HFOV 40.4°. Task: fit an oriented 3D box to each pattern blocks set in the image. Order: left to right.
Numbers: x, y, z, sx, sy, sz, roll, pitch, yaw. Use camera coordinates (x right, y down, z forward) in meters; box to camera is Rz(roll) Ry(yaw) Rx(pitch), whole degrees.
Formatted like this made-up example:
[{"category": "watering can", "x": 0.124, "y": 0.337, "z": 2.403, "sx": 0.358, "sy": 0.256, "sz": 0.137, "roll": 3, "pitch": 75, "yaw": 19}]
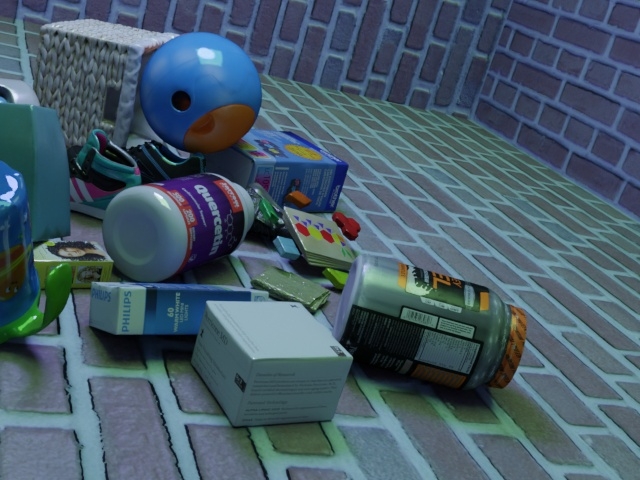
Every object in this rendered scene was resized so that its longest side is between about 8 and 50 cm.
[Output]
[{"category": "pattern blocks set", "x": 0.000, "y": 0.000, "z": 1.926, "sx": 0.325, "sy": 0.026, "sz": 0.285, "roll": 22, "pitch": 32, "yaw": -38}]

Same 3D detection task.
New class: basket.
[{"category": "basket", "x": -0.546, "y": -0.388, "z": 2.233, "sx": 0.267, "sy": 0.328, "sz": 0.331, "roll": 17, "pitch": 19, "yaw": 5}]

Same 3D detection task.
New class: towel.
[{"category": "towel", "x": -0.059, "y": 0.098, "z": 1.748, "sx": 0.148, "sy": 0.027, "sz": 0.110, "roll": 23, "pitch": 21, "yaw": 13}]

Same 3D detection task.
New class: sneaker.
[{"category": "sneaker", "x": -0.510, "y": -0.151, "z": 1.823, "sx": 0.296, "sy": 0.178, "sz": 0.124, "roll": 13, "pitch": 20, "yaw": -12}, {"category": "sneaker", "x": -0.429, "y": -0.181, "z": 2.038, "sx": 0.341, "sy": 0.139, "sz": 0.125, "roll": 14, "pitch": 22, "yaw": -2}, {"category": "sneaker", "x": -0.134, "y": -0.032, "z": 1.973, "sx": 0.130, "sy": 0.087, "sz": 0.227, "roll": -29, "pitch": 62, "yaw": -34}]

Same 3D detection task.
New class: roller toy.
[{"category": "roller toy", "x": -0.730, "y": -0.268, "z": 1.943, "sx": 0.146, "sy": 0.191, "sz": 0.209, "roll": -5, "pitch": 29, "yaw": -45}]

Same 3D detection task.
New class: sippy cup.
[{"category": "sippy cup", "x": -0.516, "y": 0.002, "z": 1.251, "sx": 0.306, "sy": 0.224, "sz": 0.240, "roll": 4, "pitch": 37, "yaw": -20}]

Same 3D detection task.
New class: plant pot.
[{"category": "plant pot", "x": -0.547, "y": -0.126, "z": 1.549, "sx": 0.166, "sy": 0.234, "sz": 0.166, "roll": 5, "pitch": 5, "yaw": 6}]

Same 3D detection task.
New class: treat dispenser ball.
[{"category": "treat dispenser ball", "x": -0.284, "y": -0.349, "z": 2.070, "sx": 0.288, "sy": 0.288, "sz": 0.288, "roll": 15, "pitch": 19, "yaw": -5}]

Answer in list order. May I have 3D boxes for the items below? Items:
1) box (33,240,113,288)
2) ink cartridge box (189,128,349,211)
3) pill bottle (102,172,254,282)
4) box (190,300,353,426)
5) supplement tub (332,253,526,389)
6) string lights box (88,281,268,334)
[{"category": "box", "x": -0.484, "y": 0.041, "z": 1.501, "sx": 0.232, "sy": 0.058, "sz": 0.087, "roll": 0, "pitch": 25, "yaw": -39}, {"category": "ink cartridge box", "x": -0.117, "y": -0.190, "z": 2.321, "sx": 0.396, "sy": 0.151, "sz": 0.270, "roll": -1, "pitch": 26, "yaw": -45}, {"category": "pill bottle", "x": -0.263, "y": -0.035, "z": 1.708, "sx": 0.182, "sy": 0.181, "sz": 0.323, "roll": 24, "pitch": 21, "yaw": 20}, {"category": "box", "x": -0.078, "y": 0.185, "z": 1.349, "sx": 0.182, "sy": 0.119, "sz": 0.181, "roll": 4, "pitch": 22, "yaw": -33}, {"category": "supplement tub", "x": 0.192, "y": 0.152, "z": 1.557, "sx": 0.316, "sy": 0.193, "sz": 0.193, "roll": 16, "pitch": 19, "yaw": -4}, {"category": "string lights box", "x": -0.231, "y": 0.111, "z": 1.429, "sx": 0.260, "sy": 0.076, "sz": 0.133, "roll": 4, "pitch": 0, "yaw": -33}]
